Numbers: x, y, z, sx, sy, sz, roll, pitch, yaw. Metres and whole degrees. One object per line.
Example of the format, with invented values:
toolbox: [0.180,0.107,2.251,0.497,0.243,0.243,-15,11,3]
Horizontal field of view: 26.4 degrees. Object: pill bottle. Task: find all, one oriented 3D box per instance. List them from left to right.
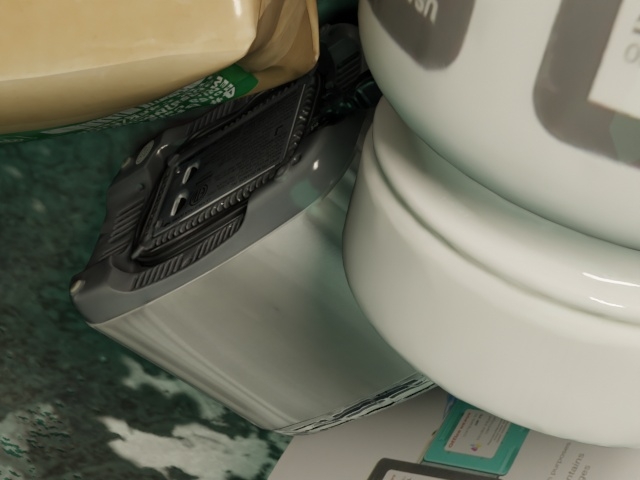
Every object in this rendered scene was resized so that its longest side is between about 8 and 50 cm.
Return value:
pill bottle: [0.125,-0.123,0.421,0.204,0.204,0.361,15,124,0]

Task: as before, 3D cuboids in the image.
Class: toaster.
toaster: [0.000,0.000,0.661,0.227,0.129,0.146,-29,124,35]

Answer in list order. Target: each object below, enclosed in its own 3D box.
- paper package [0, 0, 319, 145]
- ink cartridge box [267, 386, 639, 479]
paper package: [-0.180,-0.173,0.397,0.325,0.168,0.309,-7,96,6]
ink cartridge box: [0.117,0.175,0.682,0.198,0.197,0.270,45,154,-26]
